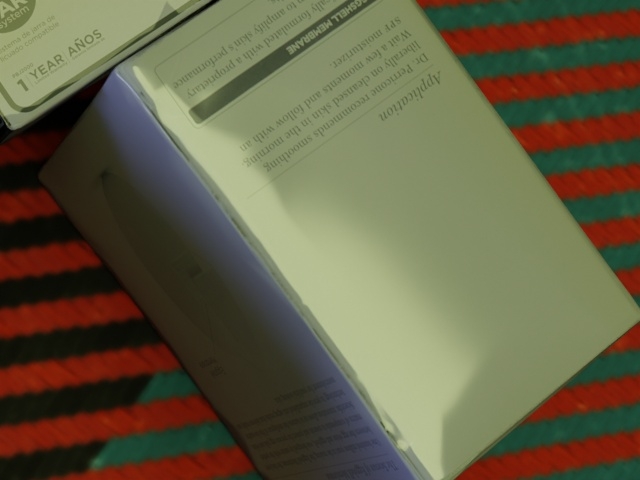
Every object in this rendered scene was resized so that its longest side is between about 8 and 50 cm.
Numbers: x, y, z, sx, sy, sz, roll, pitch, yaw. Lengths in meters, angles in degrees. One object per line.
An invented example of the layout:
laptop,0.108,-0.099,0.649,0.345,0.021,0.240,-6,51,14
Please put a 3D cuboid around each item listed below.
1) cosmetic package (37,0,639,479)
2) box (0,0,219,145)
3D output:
cosmetic package,0.000,0.000,0.948,0.138,0.224,0.224,-36,92,-19
box,-0.156,-0.206,0.878,0.169,0.087,0.290,-37,97,-16
